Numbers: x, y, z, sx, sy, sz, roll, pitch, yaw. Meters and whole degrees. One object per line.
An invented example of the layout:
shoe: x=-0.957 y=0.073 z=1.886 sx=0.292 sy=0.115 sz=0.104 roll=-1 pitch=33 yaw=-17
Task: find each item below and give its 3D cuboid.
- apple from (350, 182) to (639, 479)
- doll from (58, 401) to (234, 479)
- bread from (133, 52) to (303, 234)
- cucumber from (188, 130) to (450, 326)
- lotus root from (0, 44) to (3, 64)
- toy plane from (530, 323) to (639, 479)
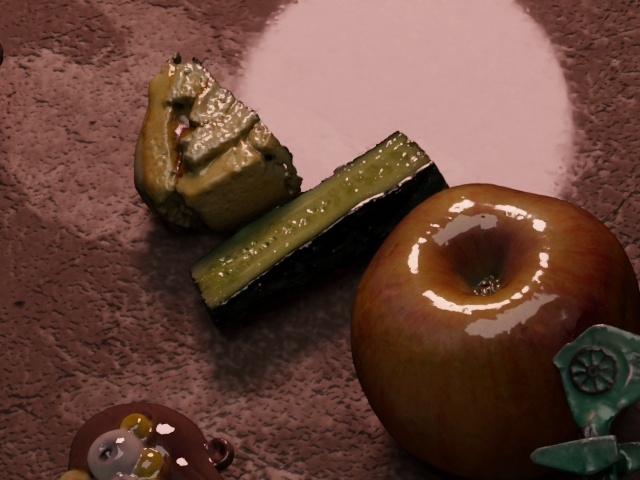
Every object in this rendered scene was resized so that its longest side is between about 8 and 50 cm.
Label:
apple: x=0.125 y=0.063 z=1.357 sx=0.211 sy=0.188 sz=0.211 roll=-5 pitch=51 yaw=7
doll: x=-0.145 y=0.198 z=1.367 sx=0.188 sy=0.096 sz=0.145 roll=-46 pitch=52 yaw=-10
bread: x=-0.101 y=-0.066 z=1.547 sx=0.110 sy=0.103 sz=0.156 roll=-44 pitch=53 yaw=-7
cucumber: x=0.001 y=0.001 z=1.506 sx=0.211 sy=0.062 sz=0.078 roll=-34 pitch=35 yaw=-6
lotus root: x=-0.349 y=-0.102 z=1.590 sx=0.214 sy=0.138 sz=0.138 roll=-33 pitch=56 yaw=-15
toy plane: x=0.189 y=0.243 z=1.207 sx=0.155 sy=0.106 sz=0.381 roll=-10 pitch=78 yaw=17
